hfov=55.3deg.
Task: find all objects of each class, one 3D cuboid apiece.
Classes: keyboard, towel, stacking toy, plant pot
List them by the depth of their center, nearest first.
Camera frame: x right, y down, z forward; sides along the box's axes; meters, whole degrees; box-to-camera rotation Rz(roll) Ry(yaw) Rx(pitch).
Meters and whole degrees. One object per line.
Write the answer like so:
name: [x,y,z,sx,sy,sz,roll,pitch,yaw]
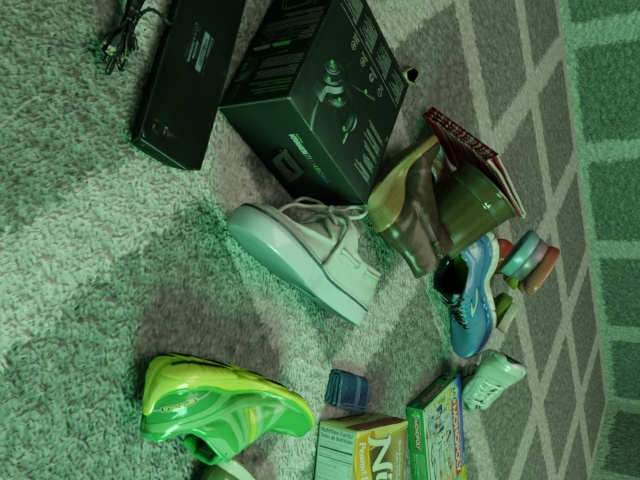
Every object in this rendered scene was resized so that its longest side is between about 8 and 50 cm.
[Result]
keyboard: [-0.182,-0.259,0.769,0.201,0.033,0.317,37,60,-57]
towel: [0.055,0.277,1.122,0.119,0.029,0.067,32,64,-51]
plant pot: [0.302,-0.059,1.325,0.165,0.167,0.167,-42,138,6]
towel: [0.335,-0.173,1.342,0.031,0.275,0.199,-38,128,4]
stacking toy: [0.471,0.101,1.604,0.280,0.130,0.309,-53,173,-6]

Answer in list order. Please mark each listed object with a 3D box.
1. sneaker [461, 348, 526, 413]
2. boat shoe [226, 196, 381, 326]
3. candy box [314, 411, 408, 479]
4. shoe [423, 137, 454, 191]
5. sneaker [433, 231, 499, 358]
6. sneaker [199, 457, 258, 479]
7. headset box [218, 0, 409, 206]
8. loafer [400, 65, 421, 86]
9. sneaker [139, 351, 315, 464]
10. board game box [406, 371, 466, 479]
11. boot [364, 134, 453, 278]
sneaker: [0.403,0.346,1.472,0.118,0.110,0.292,-56,170,-23]
boat shoe: [0.007,0.003,0.925,0.157,0.135,0.367,-60,141,-9]
candy box: [0.067,0.481,1.092,0.183,0.087,0.317,13,80,-54]
shoe: [0.262,-0.140,1.387,0.178,0.063,0.081,55,49,-33]
sneaker: [0.331,0.133,1.459,0.147,0.129,0.330,-15,111,-31]
sneaker: [-0.114,0.377,0.858,0.086,0.064,0.192,-57,133,-29]
headset box: [0.003,-0.218,0.947,0.246,0.131,0.283,48,53,-45]
loafer: [0.191,-0.348,1.294,0.125,0.039,0.045,-25,111,-52]
sneaker: [-0.124,0.232,0.816,0.295,0.109,0.124,30,78,-46]
board game box: [0.279,0.499,1.436,0.213,0.046,0.318,-19,106,-53]
boot: [0.204,-0.072,1.234,0.248,0.090,0.207,-46,107,-27]
